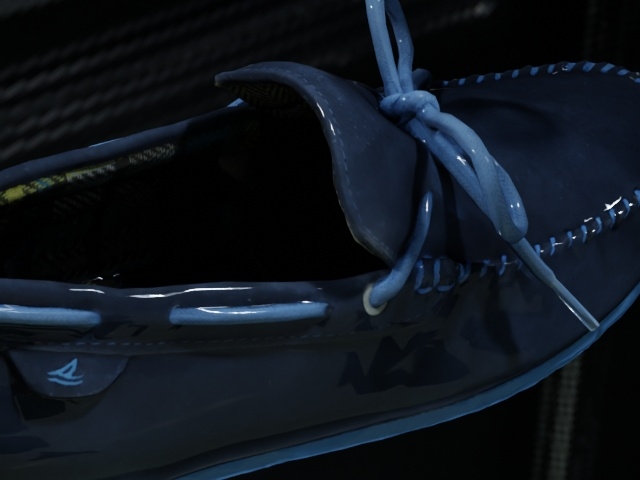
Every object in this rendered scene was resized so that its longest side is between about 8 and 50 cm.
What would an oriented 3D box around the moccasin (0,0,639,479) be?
[{"bbox_3d":[0.000,0.000,0.641,0.342,0.138,0.117,-24,-43,-31],"label":"moccasin"}]
